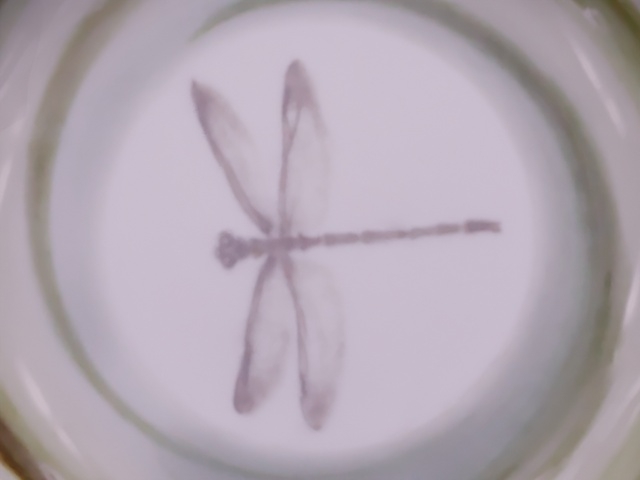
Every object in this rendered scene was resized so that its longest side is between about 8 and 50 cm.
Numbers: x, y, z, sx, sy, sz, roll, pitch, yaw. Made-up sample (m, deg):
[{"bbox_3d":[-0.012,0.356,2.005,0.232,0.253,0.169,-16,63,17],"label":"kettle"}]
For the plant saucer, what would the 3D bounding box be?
[{"bbox_3d":[0.000,0.000,0.827,0.401,0.100,0.400,0,91,-2],"label":"plant saucer"}]
